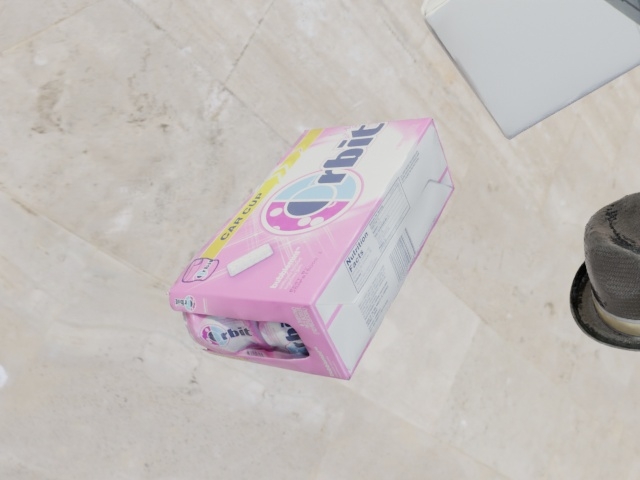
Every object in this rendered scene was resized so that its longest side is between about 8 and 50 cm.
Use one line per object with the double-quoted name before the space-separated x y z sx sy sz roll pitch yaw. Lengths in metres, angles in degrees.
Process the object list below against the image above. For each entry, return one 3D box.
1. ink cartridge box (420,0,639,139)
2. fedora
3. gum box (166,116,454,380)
"ink cartridge box" 0.249 -0.242 0.524 0.129 0.307 0.223 50 31 -18
"fedora" 0.537 0.026 1.108 0.334 0.334 0.153 -46 112 -25
"gum box" 0.000 0.000 0.431 0.188 0.107 0.062 -55 133 -38
